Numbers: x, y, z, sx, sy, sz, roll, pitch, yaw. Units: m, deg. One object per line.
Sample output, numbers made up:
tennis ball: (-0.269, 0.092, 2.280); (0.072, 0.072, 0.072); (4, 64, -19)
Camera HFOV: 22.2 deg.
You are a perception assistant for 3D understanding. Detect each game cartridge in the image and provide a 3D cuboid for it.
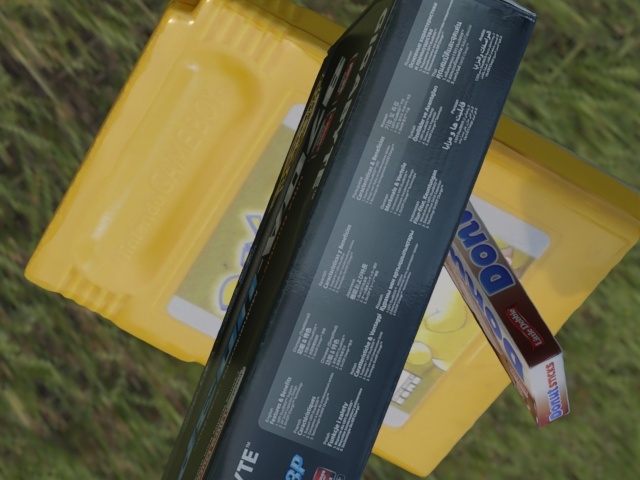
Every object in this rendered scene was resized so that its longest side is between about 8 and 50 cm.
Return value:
game cartridge: (0.000, 0.000, 1.072); (0.324, 0.052, 0.285); (26, 129, -11)

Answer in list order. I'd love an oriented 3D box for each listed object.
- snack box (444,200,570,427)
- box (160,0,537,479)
snack box: (0.080, 0.011, 0.858); (0.022, 0.178, 0.064); (-25, 145, -5)
box: (0.000, 0.020, 0.615); (0.175, 0.051, 0.220); (159, -47, -81)
